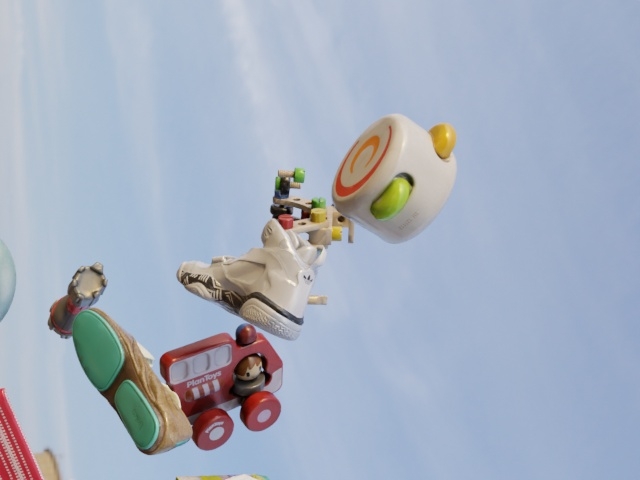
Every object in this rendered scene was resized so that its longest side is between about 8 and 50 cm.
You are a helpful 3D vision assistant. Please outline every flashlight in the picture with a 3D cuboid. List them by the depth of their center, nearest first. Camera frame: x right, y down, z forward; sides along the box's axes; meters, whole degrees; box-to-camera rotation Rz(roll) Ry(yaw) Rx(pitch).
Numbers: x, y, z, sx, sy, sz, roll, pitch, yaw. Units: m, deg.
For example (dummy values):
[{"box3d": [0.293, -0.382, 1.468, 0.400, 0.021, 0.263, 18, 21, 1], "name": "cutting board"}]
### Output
[{"box3d": [-0.573, 0.149, 2.130, 0.304, 0.103, 0.103, -39, -110, 60], "name": "flashlight"}]

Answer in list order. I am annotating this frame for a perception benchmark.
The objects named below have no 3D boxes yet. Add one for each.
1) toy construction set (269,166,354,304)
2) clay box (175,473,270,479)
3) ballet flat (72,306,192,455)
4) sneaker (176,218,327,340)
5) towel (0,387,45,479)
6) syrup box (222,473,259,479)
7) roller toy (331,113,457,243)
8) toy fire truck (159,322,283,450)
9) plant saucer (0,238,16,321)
[{"box3d": [0.000, 0.000, 2.147, 0.257, 0.237, 0.309, 160, -67, -82], "name": "toy construction set"}, {"box3d": [-0.182, 0.540, 1.883, 0.127, 0.222, 0.053, 32, -72, 53], "name": "clay box"}, {"box3d": [-0.336, 0.255, 1.655, 0.342, 0.124, 0.116, 44, -75, 36], "name": "ballet flat"}, {"box3d": [-0.140, 0.060, 1.901, 0.365, 0.137, 0.210, 21, -100, 43], "name": "sneaker"}, {"box3d": [-0.562, 0.341, 1.339, 0.031, 0.274, 0.199, -114, -173, -70], "name": "towel"}, {"box3d": [-0.028, 0.375, 1.097, 0.236, 0.096, 0.093, 17, -88, 23], "name": "syrup box"}, {"box3d": [0.126, -0.100, 1.504, 0.191, 0.146, 0.209, -16, -133, 59], "name": "roller toy"}, {"box3d": [-0.221, 0.319, 2.095, 0.169, 0.302, 0.254, 44, -39, 44], "name": "toy fire truck"}, {"box3d": [-0.482, 0.064, 1.157, 0.037, 0.195, 0.195, 26, -67, 52], "name": "plant saucer"}]
